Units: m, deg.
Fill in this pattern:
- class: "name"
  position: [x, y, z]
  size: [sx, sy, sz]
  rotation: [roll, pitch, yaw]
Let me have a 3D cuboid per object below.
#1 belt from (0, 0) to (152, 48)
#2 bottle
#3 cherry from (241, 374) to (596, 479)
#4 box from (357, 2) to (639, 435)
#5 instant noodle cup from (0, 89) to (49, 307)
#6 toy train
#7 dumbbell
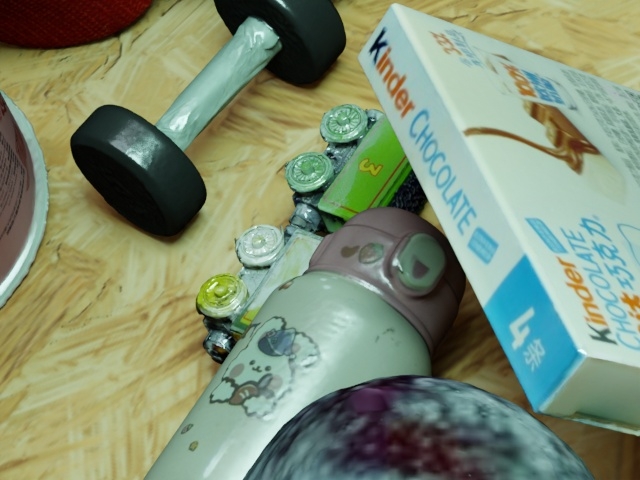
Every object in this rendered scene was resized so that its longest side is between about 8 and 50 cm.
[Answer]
- class: "belt"
  position: [-0.219, -0.218, 1.396]
  size: [0.201, 0.124, 0.128]
  rotation: [2, 75, 28]
- class: "bottle"
  position: [0.000, 0.084, 1.043]
  size: [0.110, 0.110, 0.233]
  rotation: [17, 61, 35]
- class: "cherry"
  position: [0.035, 0.198, 0.840]
  size: [0.218, 0.296, 0.255]
  rotation: [11, 50, -3]
- class: "box"
  position: [0.171, 0.002, 0.955]
  size: [0.048, 0.265, 0.273]
  rotation: [-54, 37, 29]
- class: "instant noodle cup"
  position: [-0.310, -0.066, 1.175]
  size: [0.243, 0.231, 0.243]
  rotation: [0, 68, 0]
- class: "toy train"
  position: [0.000, 0.000, 1.151]
  size: [0.081, 0.060, 0.202]
  rotation: [21, 64, 30]
- class: "dumbbell"
  position: [-0.075, -0.101, 1.243]
  size: [0.100, 0.100, 0.191]
  rotation: [24, 64, 37]
